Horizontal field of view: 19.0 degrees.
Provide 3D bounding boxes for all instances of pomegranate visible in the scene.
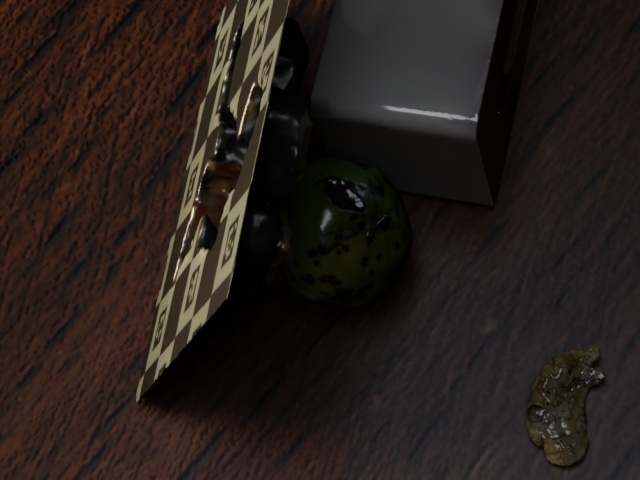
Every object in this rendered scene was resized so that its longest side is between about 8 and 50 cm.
[{"bbox_3d":[0.000,0.000,1.526,0.161,0.122,0.122,-20,63,35],"label":"pomegranate"}]

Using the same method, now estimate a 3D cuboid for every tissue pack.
[{"bbox_3d":[0.092,-0.173,1.549,0.136,0.159,0.246,8,71,14],"label":"tissue pack"}]

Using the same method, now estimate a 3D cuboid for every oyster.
[{"bbox_3d":[0.195,0.125,1.479,0.080,0.038,0.083,-24,66,-3],"label":"oyster"}]

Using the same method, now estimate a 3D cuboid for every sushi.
[{"bbox_3d":[-0.046,-0.072,1.459,0.064,0.343,0.359,14,70,-12],"label":"sushi"}]
